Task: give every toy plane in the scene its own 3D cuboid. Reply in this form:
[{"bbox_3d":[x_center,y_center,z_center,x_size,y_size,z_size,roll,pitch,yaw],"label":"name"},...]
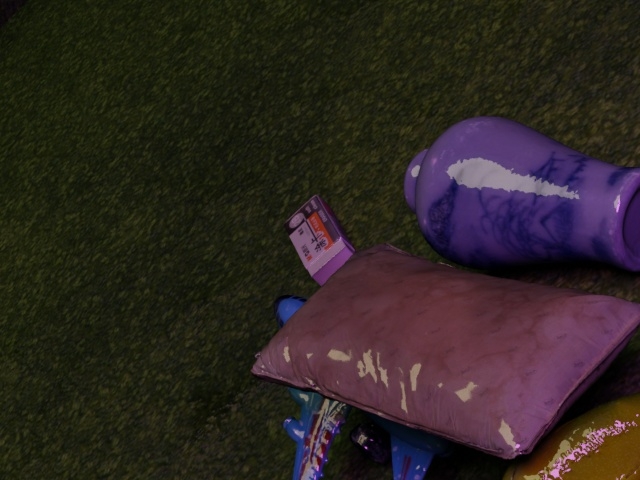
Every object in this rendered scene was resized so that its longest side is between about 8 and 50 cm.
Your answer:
[{"bbox_3d":[0.041,0.122,1.367,0.254,0.105,0.271,-48,36,-2],"label":"toy plane"}]

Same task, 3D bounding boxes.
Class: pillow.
[{"bbox_3d":[0.094,0.079,1.241,0.302,0.075,0.185,13,46,43],"label":"pillow"}]

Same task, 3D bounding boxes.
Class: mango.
[{"bbox_3d":[0.210,0.170,1.139,0.165,0.074,0.091,-26,68,-1],"label":"mango"}]

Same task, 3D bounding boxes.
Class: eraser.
[{"bbox_3d":[0.000,0.000,1.635,0.052,0.029,0.122,-42,30,9],"label":"eraser"}]

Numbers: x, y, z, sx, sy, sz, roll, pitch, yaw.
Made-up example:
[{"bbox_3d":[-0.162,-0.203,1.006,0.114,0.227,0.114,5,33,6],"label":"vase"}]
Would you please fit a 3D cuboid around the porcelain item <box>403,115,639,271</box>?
[{"bbox_3d":[0.184,-0.037,1.357,0.259,0.141,0.141,11,63,47],"label":"porcelain item"}]
